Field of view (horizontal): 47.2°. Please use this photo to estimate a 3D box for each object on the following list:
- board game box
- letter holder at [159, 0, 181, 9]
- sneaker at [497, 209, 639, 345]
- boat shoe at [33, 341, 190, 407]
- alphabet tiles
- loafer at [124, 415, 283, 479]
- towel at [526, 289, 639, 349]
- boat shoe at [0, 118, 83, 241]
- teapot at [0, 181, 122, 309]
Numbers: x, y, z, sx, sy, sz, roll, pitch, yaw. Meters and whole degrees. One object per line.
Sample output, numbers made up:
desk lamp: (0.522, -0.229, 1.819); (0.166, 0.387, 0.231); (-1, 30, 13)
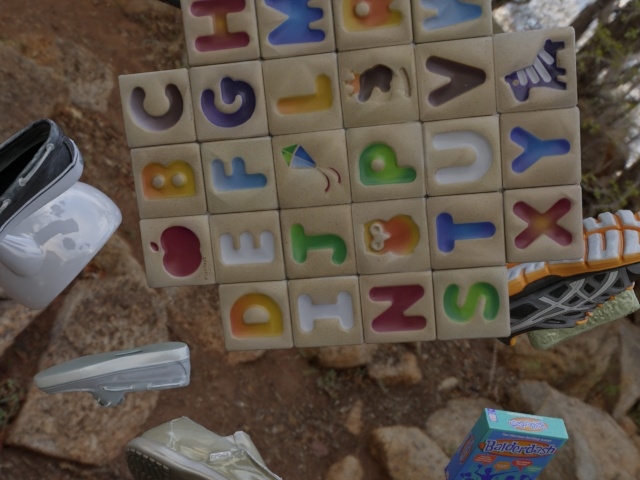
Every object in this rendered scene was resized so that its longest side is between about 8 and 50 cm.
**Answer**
board game box: (0.351, 0.410, 1.405); (0.160, 0.210, 0.047); (10, 39, -10)
letter holder: (-0.145, -0.329, 0.760); (0.214, 0.152, 0.302); (30, 15, 20)
sneaker: (0.243, 0.038, 0.699); (0.083, 0.215, 0.084); (59, 32, -16)
boat shoe: (-0.307, 0.211, 1.100); (0.079, 0.228, 0.081); (-162, -117, -76)
alphabet tiles: (0.021, -0.057, 0.560); (0.011, 0.343, 0.285); (-57, 143, -77)
loafer: (-0.091, 0.268, 0.817); (0.269, 0.101, 0.092); (22, 42, 17)
towel: (0.321, 0.072, 0.943); (0.110, 0.148, 0.027); (60, 20, -5)
boat shoe: (-0.461, -0.046, 0.980); (0.113, 0.306, 0.105); (48, -11, 24)
teapot: (-0.480, -0.021, 1.258); (0.187, 0.252, 0.256); (43, -32, -15)
